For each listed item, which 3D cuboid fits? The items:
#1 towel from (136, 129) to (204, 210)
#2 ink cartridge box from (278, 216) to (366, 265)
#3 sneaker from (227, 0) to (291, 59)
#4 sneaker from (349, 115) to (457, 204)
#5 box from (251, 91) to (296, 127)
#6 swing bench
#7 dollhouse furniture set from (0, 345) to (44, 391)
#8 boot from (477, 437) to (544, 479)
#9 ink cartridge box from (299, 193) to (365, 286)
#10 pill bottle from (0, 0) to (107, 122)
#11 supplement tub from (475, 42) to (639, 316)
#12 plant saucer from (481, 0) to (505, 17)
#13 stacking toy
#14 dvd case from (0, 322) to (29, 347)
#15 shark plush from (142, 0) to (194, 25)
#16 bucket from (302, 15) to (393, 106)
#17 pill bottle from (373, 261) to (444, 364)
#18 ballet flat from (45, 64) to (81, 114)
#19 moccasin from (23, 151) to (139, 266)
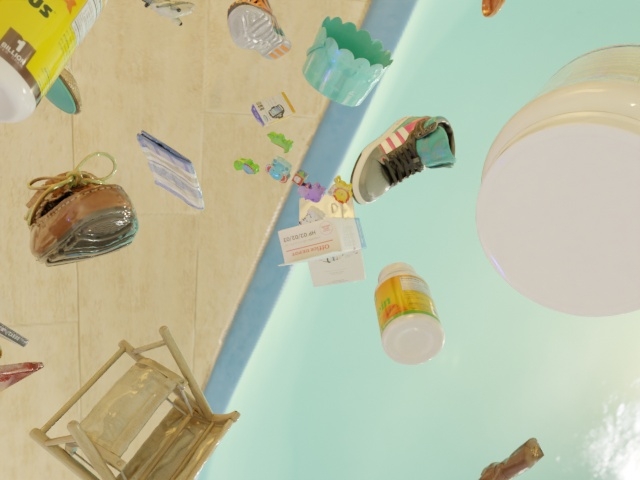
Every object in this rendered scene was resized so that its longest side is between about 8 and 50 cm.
[{"bbox_3d":[-0.463,-0.210,1.881,0.209,0.285,0.034,32,67,12],"label":"towel"},{"bbox_3d":[0.000,0.000,1.030,0.104,0.181,0.061,-15,87,20],"label":"ink cartridge box"},{"bbox_3d":[-0.207,-0.653,1.750,0.125,0.321,0.180,-28,80,13],"label":"sneaker"},{"bbox_3d":[0.207,-0.184,1.342,0.295,0.178,0.123,-50,124,-29],"label":"sneaker"},{"bbox_3d":[-0.156,-0.417,1.926,0.136,0.028,0.081,-27,85,-23],"label":"box"},{"bbox_3d":[-0.328,0.343,1.110,0.254,0.165,0.253,56,41,-16],"label":"swing bench"},{"bbox_3d":[-0.446,0.089,0.559,0.152,0.374,0.201,-31,85,-4],"label":"dollhouse furniture set"},{"bbox_3d":[0.269,0.341,0.868,0.037,0.106,0.114,42,129,2],"label":"boot"},{"bbox_3d":[0.036,-0.006,1.840,0.168,0.171,0.232,-9,129,4],"label":"ink cartridge box"},{"bbox_3d":[-0.288,-0.229,0.586,0.117,0.117,0.215,35,59,-29],"label":"pill bottle"},{"bbox_3d":[0.329,-0.082,0.698,0.331,0.241,0.241,-39,128,-49],"label":"supplement tub"},{"bbox_3d":[0.278,-0.393,0.945,0.013,0.083,0.083,9,106,-11],"label":"plant saucer"},{"bbox_3d":[-0.052,-0.121,1.212,0.221,0.167,0.052,36,126,2],"label":"stacking toy"},{"bbox_3d":[-0.926,0.209,1.623,0.029,0.239,0.179,-62,150,-23],"label":"dvd case"},{"bbox_3d":[-0.456,-0.688,1.766,0.161,0.073,0.067,13,72,8],"label":"shark plush"},{"bbox_3d":[0.082,-0.597,2.021,0.281,0.281,0.183,16,130,-26],"label":"bucket"},{"bbox_3d":[0.195,0.157,1.389,0.137,0.245,0.136,-1,121,-2],"label":"pill bottle"},{"bbox_3d":[-0.475,-0.299,1.044,0.206,0.067,0.073,41,130,3],"label":"ballet flat"},{"bbox_3d":[-0.354,-0.044,0.868,0.139,0.380,0.146,-14,94,-25],"label":"moccasin"}]
